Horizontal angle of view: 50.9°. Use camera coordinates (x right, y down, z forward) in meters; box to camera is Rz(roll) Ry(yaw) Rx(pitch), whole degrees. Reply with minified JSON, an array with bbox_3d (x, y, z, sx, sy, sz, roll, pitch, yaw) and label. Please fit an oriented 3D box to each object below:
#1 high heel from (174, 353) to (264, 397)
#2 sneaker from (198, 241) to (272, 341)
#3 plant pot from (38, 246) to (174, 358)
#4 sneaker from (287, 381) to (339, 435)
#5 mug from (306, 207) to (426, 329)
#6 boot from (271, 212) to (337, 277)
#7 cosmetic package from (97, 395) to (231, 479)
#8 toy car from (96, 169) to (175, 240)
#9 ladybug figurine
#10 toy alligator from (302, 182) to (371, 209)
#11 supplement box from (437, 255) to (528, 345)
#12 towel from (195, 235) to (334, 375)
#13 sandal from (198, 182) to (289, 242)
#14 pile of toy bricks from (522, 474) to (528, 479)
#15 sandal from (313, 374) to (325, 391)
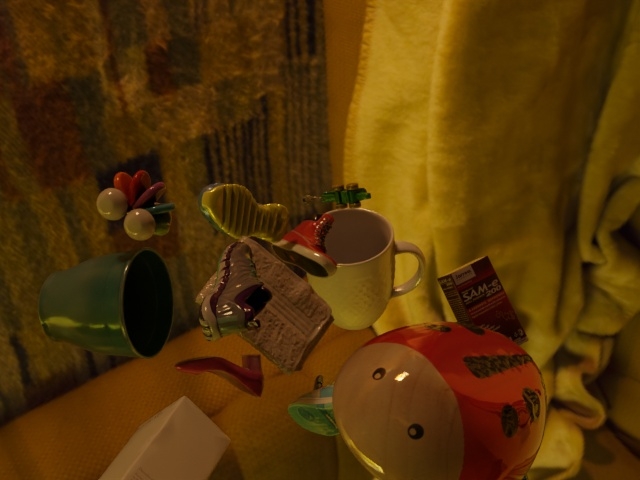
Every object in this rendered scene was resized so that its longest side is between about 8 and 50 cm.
[{"bbox_3d":[-0.260,0.359,1.752,0.244,0.082,0.117,4,78,-35],"label":"high heel"},{"bbox_3d":[-0.114,0.076,1.057,0.224,0.098,0.083,-79,160,-55],"label":"sneaker"},{"bbox_3d":[-0.539,0.157,1.671,0.271,0.255,0.271,-3,90,-77],"label":"plant pot"},{"bbox_3d":[0.071,0.397,1.776,0.127,0.319,0.208,57,43,-20],"label":"sneaker"},{"bbox_3d":[0.144,0.101,2.094,0.374,0.276,0.328,-8,129,-2],"label":"mug"},{"bbox_3d":[0.000,0.000,1.772,0.176,0.244,0.088,-40,125,-19],"label":"boot"},{"bbox_3d":[-0.368,0.523,1.353,0.217,0.156,0.385,-38,-168,34],"label":"cosmetic package"},{"bbox_3d":[-0.424,-0.093,1.600,0.136,0.182,0.159,-54,178,14],"label":"toy car"},{"bbox_3d":[0.217,0.244,1.061,0.449,0.305,0.162,-1,135,-48],"label":"ladybug figurine"},{"bbox_3d":[0.046,-0.105,1.585,0.051,0.189,0.056,-26,110,-51],"label":"toy alligator"},{"bbox_3d":[0.412,0.174,1.708,0.130,0.073,0.239,-24,86,-22],"label":"supplement box"},{"bbox_3d":[-0.113,0.145,1.471,0.282,0.049,0.187,40,66,-10],"label":"towel"},{"bbox_3d":[-0.207,-0.063,1.638,0.317,0.138,0.126,28,75,-62],"label":"sandal"},{"bbox_3d":[0.480,0.668,1.802,0.212,0.118,0.105,-21,158,21],"label":"pile of toy bricks"},{"bbox_3d":[-0.001,0.531,2.301,0.179,0.040,0.067,-73,152,-61],"label":"sandal"}]
